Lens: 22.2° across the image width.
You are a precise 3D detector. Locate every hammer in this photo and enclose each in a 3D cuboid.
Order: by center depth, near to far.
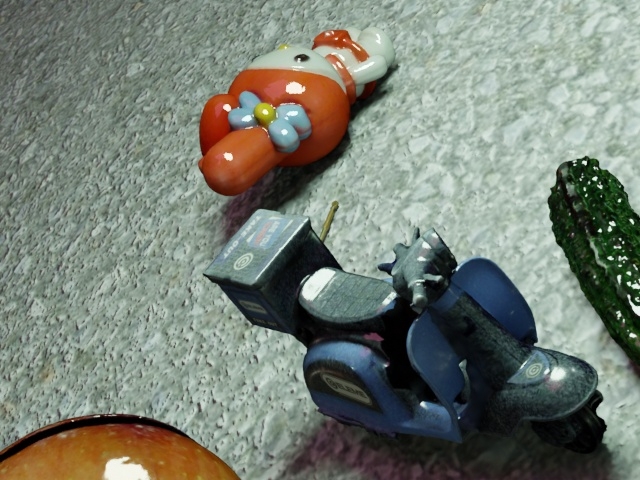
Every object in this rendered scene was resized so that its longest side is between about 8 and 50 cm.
[{"bbox_3d":[0.000,0.000,1.692,0.029,0.014,0.123,-11,38,28],"label":"hammer"}]

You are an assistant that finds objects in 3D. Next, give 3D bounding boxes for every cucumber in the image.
[{"bbox_3d":[0.241,0.025,1.308,0.077,0.077,0.265,-34,29,11],"label":"cucumber"}]

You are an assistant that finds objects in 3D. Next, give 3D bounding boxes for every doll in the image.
[{"bbox_3d":[-0.037,-0.145,1.817,0.290,0.130,0.161,-40,31,-30],"label":"doll"}]

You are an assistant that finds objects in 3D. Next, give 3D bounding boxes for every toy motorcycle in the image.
[{"bbox_3d":[0.069,0.074,1.298,0.358,0.212,0.125,7,53,53],"label":"toy motorcycle"}]

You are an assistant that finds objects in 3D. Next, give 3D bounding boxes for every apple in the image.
[{"bbox_3d":[-0.170,0.272,1.270,0.272,0.251,0.206,-17,41,0],"label":"apple"}]
